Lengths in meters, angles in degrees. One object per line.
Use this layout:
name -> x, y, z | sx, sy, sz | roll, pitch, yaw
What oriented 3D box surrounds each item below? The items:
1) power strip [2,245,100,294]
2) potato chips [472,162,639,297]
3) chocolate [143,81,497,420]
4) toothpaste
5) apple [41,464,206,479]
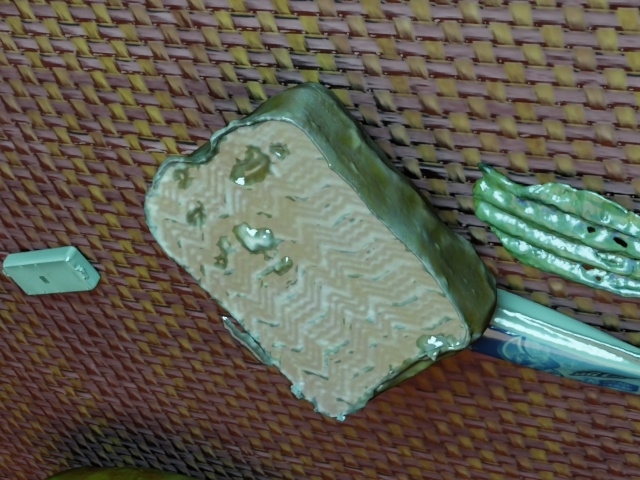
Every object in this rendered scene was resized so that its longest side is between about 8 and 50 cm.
power strip -> -0.220, 0.025, 1.391 | 0.090, 0.016, 0.040 | -6, 135, 39
potato chips -> 0.191, 0.003, 1.065 | 0.207, 0.028, 0.092 | 15, 147, 20
chocolate -> 0.000, 0.000, 1.101 | 0.148, 0.093, 0.214 | -33, 104, 29
toothpaste -> 0.115, 0.055, 1.177 | 0.268, 0.047, 0.069 | 18, 136, 7
apple -> -0.163, 0.405, 1.587 | 0.384, 0.374, 0.374 | 16, 146, 16
